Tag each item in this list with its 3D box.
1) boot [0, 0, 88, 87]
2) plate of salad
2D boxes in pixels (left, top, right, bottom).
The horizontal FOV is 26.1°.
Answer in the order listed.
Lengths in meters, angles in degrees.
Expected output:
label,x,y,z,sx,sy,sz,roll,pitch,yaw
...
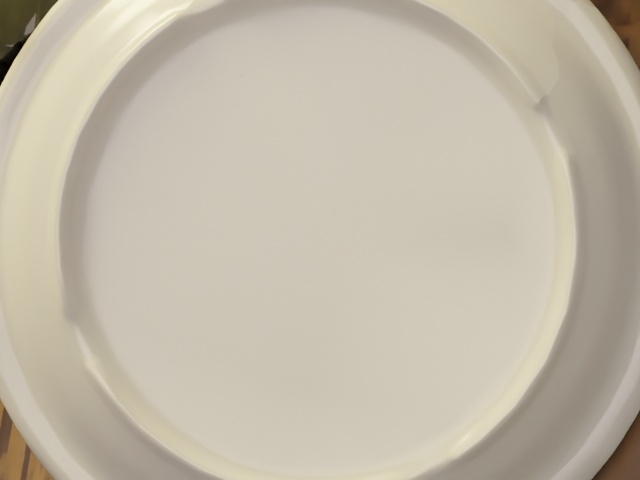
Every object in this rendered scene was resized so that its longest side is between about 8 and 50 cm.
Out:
label,x,y,z,sx,sy,sz,roll,pitch,yaw
boot,-0.064,-0.141,0.441,0.198,0.077,0.137,-35,65,2
plate of salad,0.000,0.000,0.392,0.200,0.048,0.199,0,88,4
